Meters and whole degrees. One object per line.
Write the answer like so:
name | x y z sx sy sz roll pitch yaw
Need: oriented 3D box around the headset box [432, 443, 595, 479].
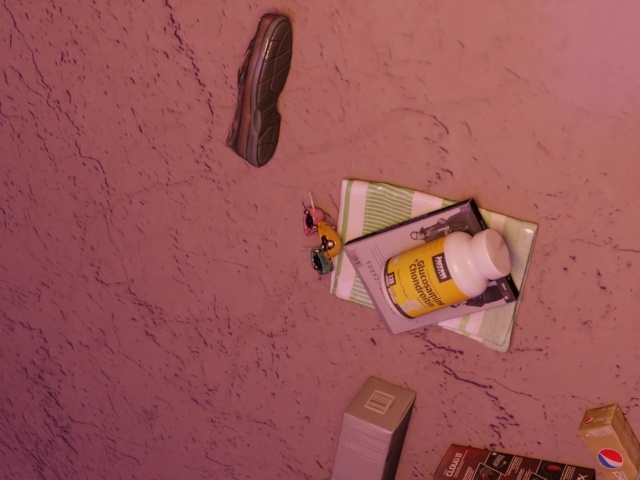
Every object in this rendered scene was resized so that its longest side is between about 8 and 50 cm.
headset box | 0.332 0.495 1.744 0.293 0.110 0.218 4 119 26

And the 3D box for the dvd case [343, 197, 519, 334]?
dvd case | 0.175 0.048 1.581 0.239 0.029 0.179 -19 106 33

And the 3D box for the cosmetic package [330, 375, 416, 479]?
cosmetic package | 0.091 0.384 1.803 0.107 0.127 0.238 18 126 18

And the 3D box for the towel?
towel | 0.174 0.038 1.615 0.325 0.038 0.247 18 123 19

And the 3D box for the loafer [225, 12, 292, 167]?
loafer | -0.110 -0.243 1.576 0.084 0.096 0.267 26 129 21

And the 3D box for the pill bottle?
pill bottle | 0.190 0.047 1.492 0.184 0.103 0.103 -24 104 33

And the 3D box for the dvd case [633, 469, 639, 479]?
dvd case | 0.565 0.387 1.572 0.119 0.013 0.087 26 99 -8

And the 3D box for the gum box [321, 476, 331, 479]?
gum box | -0.014 0.532 1.925 0.184 0.157 0.041 -29 101 37

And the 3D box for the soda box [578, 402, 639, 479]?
soda box | 0.494 0.360 1.610 0.058 0.061 0.181 -21 106 36

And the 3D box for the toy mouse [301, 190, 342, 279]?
toy mouse | 0.000 0.000 1.668 0.143 0.031 0.161 140 115 -69
